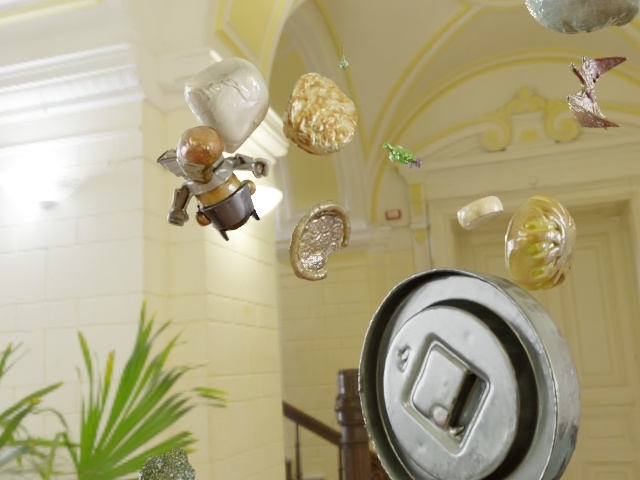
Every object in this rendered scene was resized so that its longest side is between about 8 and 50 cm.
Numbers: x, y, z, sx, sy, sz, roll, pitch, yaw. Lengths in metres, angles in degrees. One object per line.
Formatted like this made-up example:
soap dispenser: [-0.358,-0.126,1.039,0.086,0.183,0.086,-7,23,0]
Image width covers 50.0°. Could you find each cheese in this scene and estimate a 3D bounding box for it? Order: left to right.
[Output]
cheese: [-0.209,-0.327,1.605,0.189,0.198,0.154,-38,37,-12]

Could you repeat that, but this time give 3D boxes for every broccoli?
broccoli: [-0.360,0.570,1.625,0.138,0.145,0.162,1,-4,42]

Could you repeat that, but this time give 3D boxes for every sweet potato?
sweet potato: [-0.262,-0.185,1.479,0.097,0.097,0.292,-1,-6,-12]

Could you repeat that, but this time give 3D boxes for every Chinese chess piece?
Chinese chess piece: [0.430,-0.074,1.849,0.122,0.051,0.122,-20,-16,-6]

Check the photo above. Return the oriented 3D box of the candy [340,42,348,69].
candy: [0.067,-0.529,1.973,0.023,0.025,0.083,3,-43,8]

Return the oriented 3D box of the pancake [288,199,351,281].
pancake: [0.000,0.000,1.833,0.029,0.235,0.212,20,-17,40]

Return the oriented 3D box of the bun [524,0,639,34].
bun: [0.669,-0.639,1.656,0.362,0.362,0.211,-10,-47,31]

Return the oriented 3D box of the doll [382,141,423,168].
doll: [0.232,-0.242,1.950,0.115,0.050,0.190,24,6,-10]

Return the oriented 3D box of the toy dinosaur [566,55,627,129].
toy dinosaur: [0.723,-0.388,1.762,0.113,0.206,0.327,-17,3,40]

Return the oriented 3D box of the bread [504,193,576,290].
bread: [0.446,0.007,1.363,0.105,0.213,0.213,7,-1,40]

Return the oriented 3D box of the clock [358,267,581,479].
clock: [0.177,0.192,0.880,0.066,0.319,0.319,3,-12,-40]

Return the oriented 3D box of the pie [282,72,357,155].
pie: [-0.003,-0.291,1.616,0.179,0.205,0.084,27,-34,-16]

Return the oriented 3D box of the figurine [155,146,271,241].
figurine: [-0.273,-0.137,1.781,0.308,0.308,0.143,-4,24,4]
